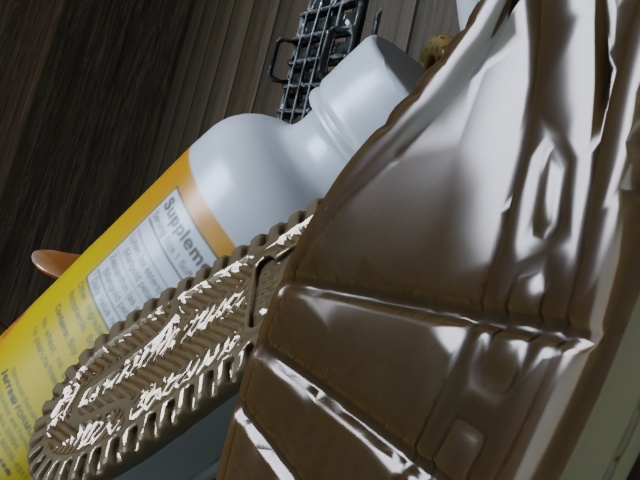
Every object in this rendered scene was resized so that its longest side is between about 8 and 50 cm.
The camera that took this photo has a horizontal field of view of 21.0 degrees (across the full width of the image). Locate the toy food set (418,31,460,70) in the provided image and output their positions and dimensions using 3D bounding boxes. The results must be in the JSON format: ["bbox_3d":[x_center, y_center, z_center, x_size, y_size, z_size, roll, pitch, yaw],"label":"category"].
[{"bbox_3d":[0.060,-0.067,0.887,0.082,0.020,0.083,-155,84,-79],"label":"toy food set"}]

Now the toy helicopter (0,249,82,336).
[{"bbox_3d":[-0.133,0.083,0.965,0.235,0.140,0.355,-55,-35,-7],"label":"toy helicopter"}]

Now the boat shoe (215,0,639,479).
[{"bbox_3d":[0.086,-0.008,0.390,0.123,0.123,0.342,28,95,61],"label":"boat shoe"}]

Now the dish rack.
[{"bbox_3d":[0.000,0.000,0.876,0.208,0.074,0.271,-153,76,-78],"label":"dish rack"}]

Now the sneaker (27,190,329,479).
[{"bbox_3d":[0.052,0.053,0.572,0.282,0.153,0.099,-28,33,30],"label":"sneaker"}]

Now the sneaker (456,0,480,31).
[{"bbox_3d":[0.117,-0.139,0.515,0.151,0.094,0.256,-117,45,-72],"label":"sneaker"}]

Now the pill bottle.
[{"bbox_3d":[-0.031,0.036,0.710,0.245,0.136,0.136,-44,18,13],"label":"pill bottle"}]
